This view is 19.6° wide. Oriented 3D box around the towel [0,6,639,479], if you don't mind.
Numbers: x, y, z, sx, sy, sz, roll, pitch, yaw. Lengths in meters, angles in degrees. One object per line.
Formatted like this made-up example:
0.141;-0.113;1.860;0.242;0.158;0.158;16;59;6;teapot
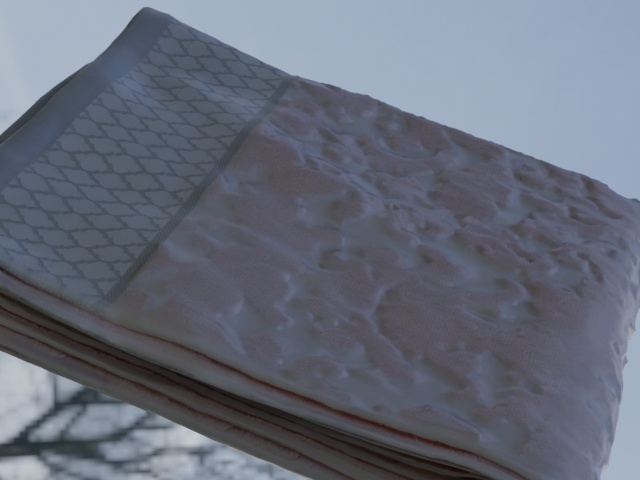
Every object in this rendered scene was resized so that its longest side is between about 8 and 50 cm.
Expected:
0.000;0.000;0.887;0.332;0.317;0.053;-57;167;-62;towel
